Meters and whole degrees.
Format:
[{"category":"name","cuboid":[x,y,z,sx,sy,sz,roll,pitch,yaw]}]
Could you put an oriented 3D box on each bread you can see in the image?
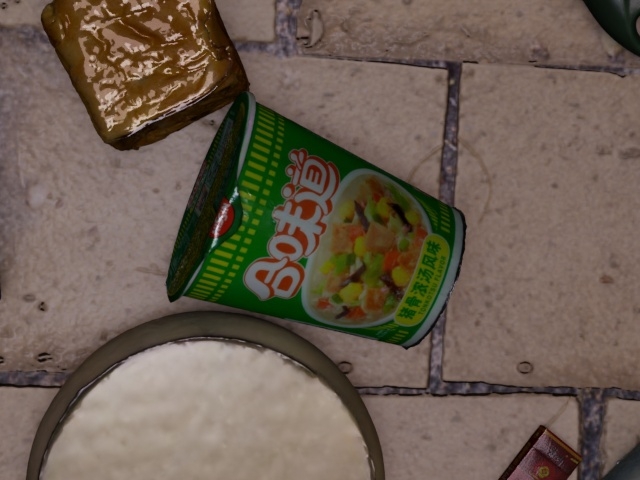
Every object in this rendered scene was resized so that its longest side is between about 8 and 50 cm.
[{"category":"bread","cuboid":[-0.156,-0.171,1.047,0.158,0.149,0.143,-23,91,-6]}]

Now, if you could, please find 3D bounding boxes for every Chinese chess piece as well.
[{"category":"Chinese chess piece","cuboid":[-0.105,0.235,1.068,0.338,0.140,0.338,0,90,-7]}]

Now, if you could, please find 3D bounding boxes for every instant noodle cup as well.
[{"category":"instant noodle cup","cuboid":[0.000,0.000,1.053,0.232,0.207,0.207,21,89,-14]}]

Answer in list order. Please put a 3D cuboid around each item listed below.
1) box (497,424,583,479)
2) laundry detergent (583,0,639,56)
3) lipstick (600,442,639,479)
[{"category":"box","cuboid":[0.222,0.237,1.165,0.051,0.023,0.082,39,87,-8]},{"category":"laundry detergent","cuboid":[0.343,-0.243,1.147,0.210,0.063,0.137,3,98,-7]},{"category":"lipstick","cuboid":[0.361,0.231,1.155,0.289,0.076,0.077,-43,98,-2]}]
